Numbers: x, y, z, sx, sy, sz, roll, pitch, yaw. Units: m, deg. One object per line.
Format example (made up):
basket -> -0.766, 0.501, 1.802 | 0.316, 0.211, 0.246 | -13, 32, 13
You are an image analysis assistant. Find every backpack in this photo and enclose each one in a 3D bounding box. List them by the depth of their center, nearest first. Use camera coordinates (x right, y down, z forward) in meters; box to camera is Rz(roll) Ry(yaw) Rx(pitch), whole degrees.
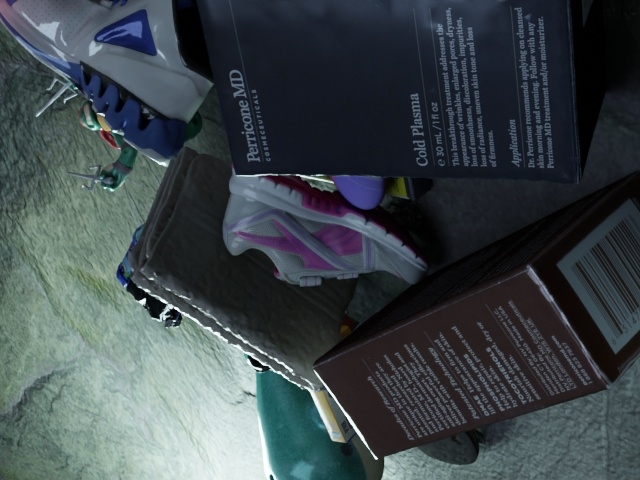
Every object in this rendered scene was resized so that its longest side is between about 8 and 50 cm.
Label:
backpack -> -0.170, 0.005, 1.624 | 0.117, 0.158, 0.173 | 41, 140, 7

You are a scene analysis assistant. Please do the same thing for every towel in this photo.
towel -> -0.081, 0.034, 1.429 | 0.282, 0.187, 0.049 | 36, 142, -25

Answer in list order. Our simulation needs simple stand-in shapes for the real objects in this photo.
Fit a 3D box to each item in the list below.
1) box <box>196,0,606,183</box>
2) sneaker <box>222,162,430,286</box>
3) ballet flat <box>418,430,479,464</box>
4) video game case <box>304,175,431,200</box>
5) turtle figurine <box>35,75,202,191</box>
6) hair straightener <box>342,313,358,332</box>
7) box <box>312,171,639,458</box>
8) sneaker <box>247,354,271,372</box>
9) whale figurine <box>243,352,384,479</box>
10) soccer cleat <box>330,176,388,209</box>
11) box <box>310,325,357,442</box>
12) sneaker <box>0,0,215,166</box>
box -> 0.067, -0.238, 1.048 | 0.312, 0.179, 0.343 | 2, 123, 19
sneaker -> 0.000, 0.000, 1.394 | 0.252, 0.103, 0.111 | 23, 105, -10
ballet flat -> 0.114, 0.185, 1.500 | 0.084, 0.058, 0.250 | -21, 125, 34
video game case -> -0.004, -0.188, 1.380 | 0.248, 0.035, 0.275 | 15, 128, 42
turtle figurine -> -0.263, -0.167, 1.625 | 0.234, 0.118, 0.175 | -10, 118, 38
hair straightener -> 0.051, 0.153, 1.598 | 0.230, 0.047, 0.089 | 35, 141, 18
box -> 0.178, 0.088, 1.265 | 0.143, 0.191, 0.381 | 57, 145, -3
sneaker -> -0.036, 0.103, 1.546 | 0.058, 0.084, 0.152 | 45, 116, 19
whale figurine -> -0.035, 0.240, 1.666 | 0.272, 0.141, 0.216 | 58, 155, 2
soccer cleat -> -0.001, -0.136, 1.306 | 0.083, 0.095, 0.248 | 6, 122, 46
box -> 0.028, 0.182, 1.539 | 0.028, 0.081, 0.136 | -3, 120, 45
sneaker -> -0.228, -0.247, 1.477 | 0.315, 0.182, 0.127 | 42, -174, 19
